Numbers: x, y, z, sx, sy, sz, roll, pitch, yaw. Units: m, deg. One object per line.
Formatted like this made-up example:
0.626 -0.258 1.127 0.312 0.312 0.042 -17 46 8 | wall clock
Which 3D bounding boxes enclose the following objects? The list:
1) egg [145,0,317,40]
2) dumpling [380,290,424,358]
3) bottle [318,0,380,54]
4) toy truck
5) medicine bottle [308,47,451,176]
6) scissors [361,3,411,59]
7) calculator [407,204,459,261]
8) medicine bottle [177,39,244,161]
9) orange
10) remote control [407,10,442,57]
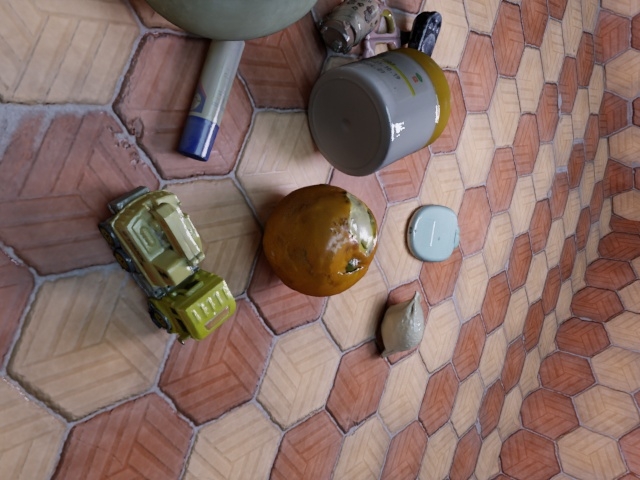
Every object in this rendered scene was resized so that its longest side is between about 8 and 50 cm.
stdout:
-0.133 -0.446 0.706 0.352 0.259 0.258 -27 116 -36 | egg
0.250 0.241 1.336 0.167 0.126 0.215 -18 108 -59 | dumpling
0.057 -0.475 1.009 0.152 0.099 0.098 -51 129 -27 | bottle
-0.242 0.043 0.769 0.124 0.157 0.272 -40 123 -33 | toy truck
0.130 -0.288 1.018 0.232 0.238 0.237 -30 118 -37 | medicine bottle
0.203 -0.529 1.198 0.318 0.024 0.159 -25 113 -43 | scissors
0.370 -0.021 1.453 0.296 0.042 0.183 4 95 -45 | calculator
-0.196 -0.260 0.823 0.059 0.059 0.230 21 83 -45 | medicine bottle
0.000 0.000 0.958 0.240 0.240 0.239 -11 106 -44 | orange
0.245 -0.466 1.209 0.090 0.066 0.265 -2 115 -47 | remote control
